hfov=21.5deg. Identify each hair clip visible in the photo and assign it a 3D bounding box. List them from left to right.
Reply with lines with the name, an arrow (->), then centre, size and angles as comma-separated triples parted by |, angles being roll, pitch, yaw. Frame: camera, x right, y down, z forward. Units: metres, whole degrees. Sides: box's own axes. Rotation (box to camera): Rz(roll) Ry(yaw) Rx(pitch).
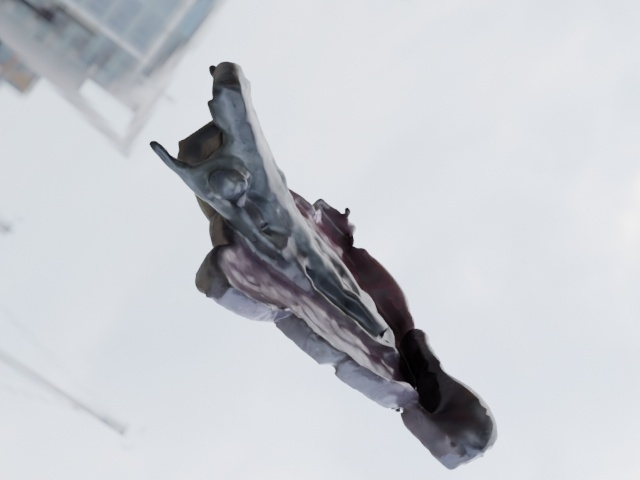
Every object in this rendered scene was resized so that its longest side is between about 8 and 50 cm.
hair clip -> -0.007, 0.005, 0.712 | 0.056, 0.187, 0.146 | -34, -146, 10
